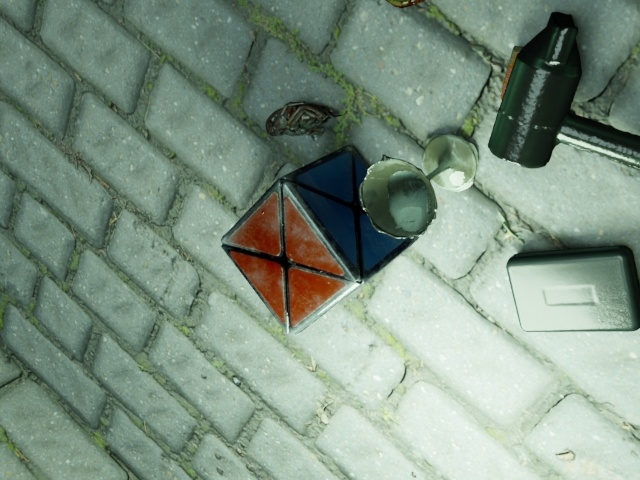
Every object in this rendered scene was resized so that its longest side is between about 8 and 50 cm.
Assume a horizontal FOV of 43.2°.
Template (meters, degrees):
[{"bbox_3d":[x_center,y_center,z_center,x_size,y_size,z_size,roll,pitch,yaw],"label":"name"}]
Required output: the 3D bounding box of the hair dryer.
[{"bbox_3d":[0.453,-0.218,1.328,0.302,0.116,0.244,22,122,13],"label":"hair dryer"}]

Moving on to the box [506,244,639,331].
[{"bbox_3d":[0.463,0.090,1.479,0.230,0.050,0.160,-6,107,37],"label":"box"}]

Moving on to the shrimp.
[{"bbox_3d":[-0.034,-0.249,1.673,0.190,0.075,0.073,-1,78,25],"label":"shrimp"}]

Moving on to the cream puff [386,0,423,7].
[{"bbox_3d":[0.154,-0.485,1.418,0.149,0.084,0.149,15,116,34],"label":"cream puff"}]

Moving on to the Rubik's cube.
[{"bbox_3d":[0.000,0.000,1.639,0.255,0.260,0.259,-39,83,42],"label":"Rubik's cube"}]

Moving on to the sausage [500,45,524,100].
[{"bbox_3d":[0.336,-0.283,1.413,0.031,0.031,0.107,26,123,24],"label":"sausage"}]

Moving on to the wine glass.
[{"bbox_3d":[0.190,-0.110,1.465,0.156,0.232,0.156,16,120,29],"label":"wine glass"}]
